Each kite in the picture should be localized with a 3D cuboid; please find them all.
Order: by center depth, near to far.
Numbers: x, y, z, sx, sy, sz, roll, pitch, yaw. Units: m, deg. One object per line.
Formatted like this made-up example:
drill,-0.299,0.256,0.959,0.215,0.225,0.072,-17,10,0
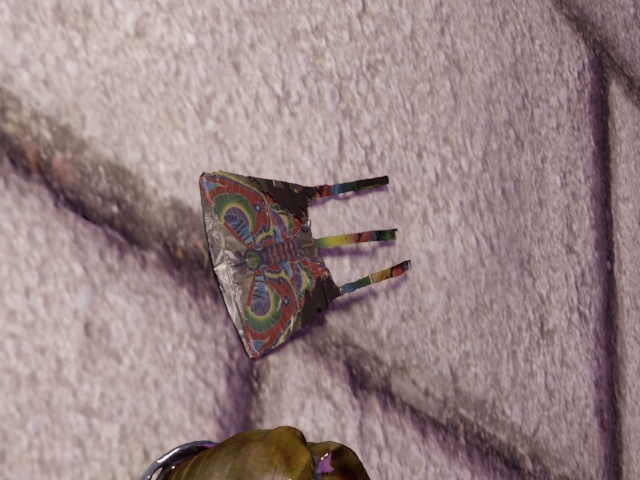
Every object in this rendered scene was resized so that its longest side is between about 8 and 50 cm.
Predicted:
kite,0.000,0.000,1.119,0.285,0.015,0.152,-15,88,-56

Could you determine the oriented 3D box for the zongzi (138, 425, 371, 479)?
zongzi,-0.111,0.303,0.705,0.432,0.208,0.403,5,66,-41
